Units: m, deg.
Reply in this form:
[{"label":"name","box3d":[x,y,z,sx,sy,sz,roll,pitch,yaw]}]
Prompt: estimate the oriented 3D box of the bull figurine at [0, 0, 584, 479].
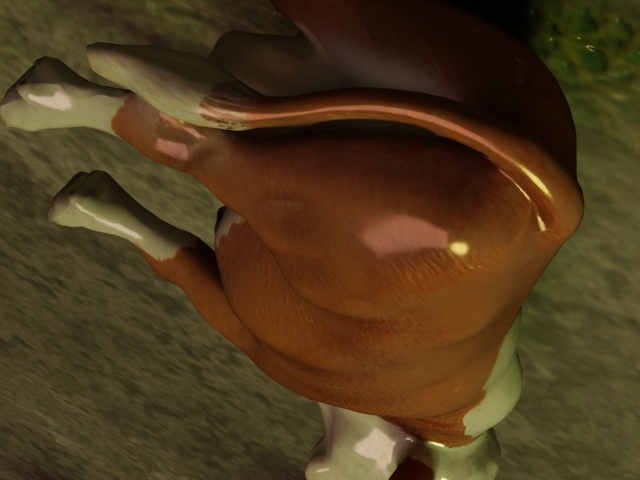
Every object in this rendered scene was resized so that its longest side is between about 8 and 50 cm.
[{"label":"bull figurine","box3d":[0.000,0.000,0.537,0.188,0.101,0.310,30,158,7]}]
